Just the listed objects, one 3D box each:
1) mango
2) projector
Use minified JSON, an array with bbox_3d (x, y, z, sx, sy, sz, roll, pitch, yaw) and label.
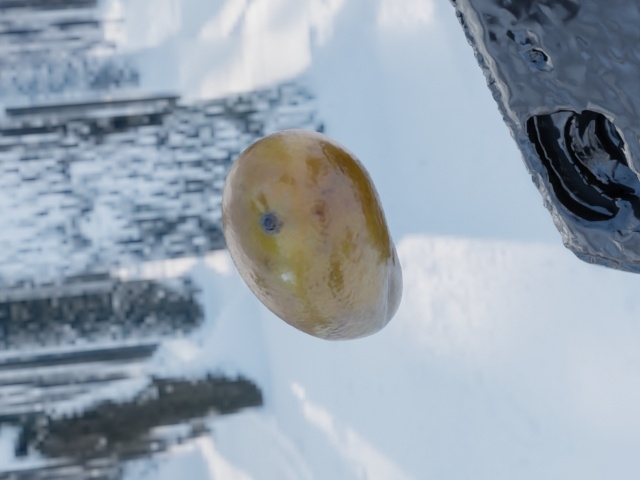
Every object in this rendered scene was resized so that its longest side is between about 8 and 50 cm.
[{"bbox_3d":[-0.002,0.004,0.996,0.115,0.089,0.165,-72,-33,-44],"label":"mango"},{"bbox_3d":[0.317,-0.232,1.218,0.242,0.405,0.395,7,136,47],"label":"projector"}]
